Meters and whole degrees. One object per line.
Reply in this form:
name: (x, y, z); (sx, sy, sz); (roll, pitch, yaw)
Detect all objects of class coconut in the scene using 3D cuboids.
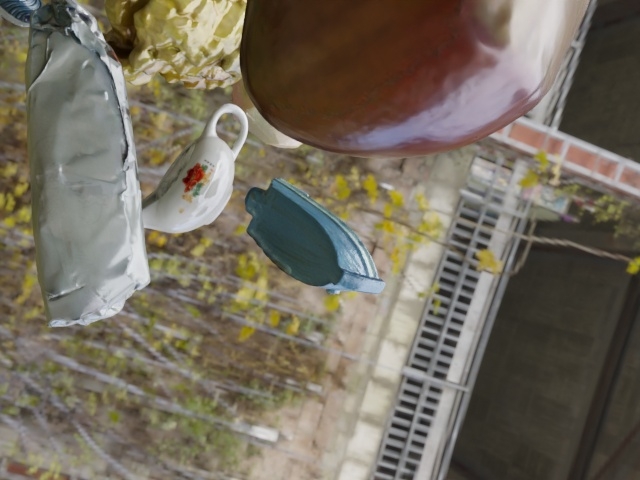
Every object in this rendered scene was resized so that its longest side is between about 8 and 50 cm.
coconut: (-0.068, -0.299, 1.820); (0.233, 0.233, 0.245); (152, -60, -68)

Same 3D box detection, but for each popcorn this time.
popcorn: (-0.225, -0.339, 1.446); (0.265, 0.332, 0.225); (73, -7, -70)

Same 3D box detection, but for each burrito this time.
burrito: (-0.294, -0.113, 1.161); (0.101, 0.139, 0.445); (-83, 169, -86)

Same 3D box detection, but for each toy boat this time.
toy boat: (0.000, 0.000, 1.189); (0.215, 0.102, 0.088); (39, -67, 31)

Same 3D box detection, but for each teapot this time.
teapot: (-0.167, -0.082, 1.277); (0.226, 0.092, 0.145); (-56, -157, -5)

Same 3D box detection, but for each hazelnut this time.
hazelnut: (0.088, -0.242, 0.912); (0.366, 0.366, 0.365); (-161, -90, -75)

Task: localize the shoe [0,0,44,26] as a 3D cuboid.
shoe: (-0.404, -0.338, 1.206); (0.071, 0.143, 0.064); (-26, -153, 33)
